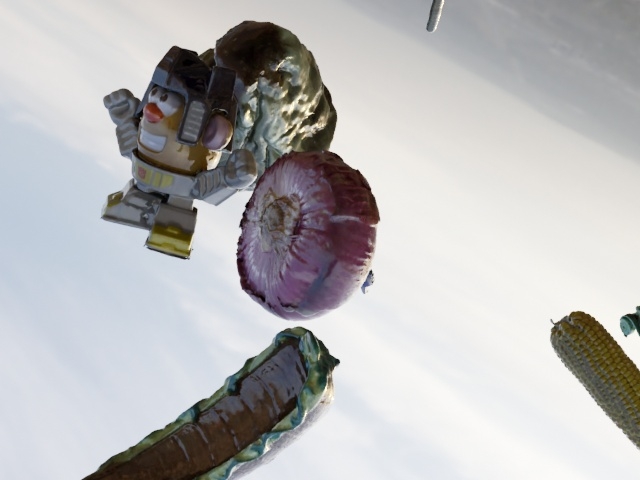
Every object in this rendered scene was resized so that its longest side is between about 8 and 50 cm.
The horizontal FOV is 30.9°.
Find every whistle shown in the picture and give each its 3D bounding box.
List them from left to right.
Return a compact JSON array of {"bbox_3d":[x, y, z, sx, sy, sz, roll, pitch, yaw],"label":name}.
[{"bbox_3d":[0.063,0.046,1.654,0.029,0.033,0.083,20,144,19],"label":"whistle"}]

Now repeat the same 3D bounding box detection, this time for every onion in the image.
[{"bbox_3d":[0.000,0.000,1.490,0.163,0.230,0.230,22,-169,-33],"label":"onion"}]

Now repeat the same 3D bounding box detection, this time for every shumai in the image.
[{"bbox_3d":[-0.098,-0.241,2.007,0.304,0.309,0.263,42,162,-1],"label":"shumai"}]

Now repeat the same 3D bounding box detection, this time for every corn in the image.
[{"bbox_3d":[0.502,0.240,1.995,0.310,0.101,0.101,53,-162,21],"label":"corn"}]

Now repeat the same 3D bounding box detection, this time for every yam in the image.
[{"bbox_3d":[0.185,-0.372,1.843,0.021,0.021,0.116,30,150,10],"label":"yam"}]

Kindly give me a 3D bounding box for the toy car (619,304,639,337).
[{"bbox_3d":[0.543,0.142,1.835,0.073,0.054,0.143,-20,-149,-22],"label":"toy car"}]

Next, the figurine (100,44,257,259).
[{"bbox_3d":[-0.209,-0.135,1.679,0.308,0.309,0.143,30,-167,15],"label":"figurine"}]

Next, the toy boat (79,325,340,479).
[{"bbox_3d":[-0.106,0.186,1.100,0.099,0.293,0.108,51,-169,-42],"label":"toy boat"}]
